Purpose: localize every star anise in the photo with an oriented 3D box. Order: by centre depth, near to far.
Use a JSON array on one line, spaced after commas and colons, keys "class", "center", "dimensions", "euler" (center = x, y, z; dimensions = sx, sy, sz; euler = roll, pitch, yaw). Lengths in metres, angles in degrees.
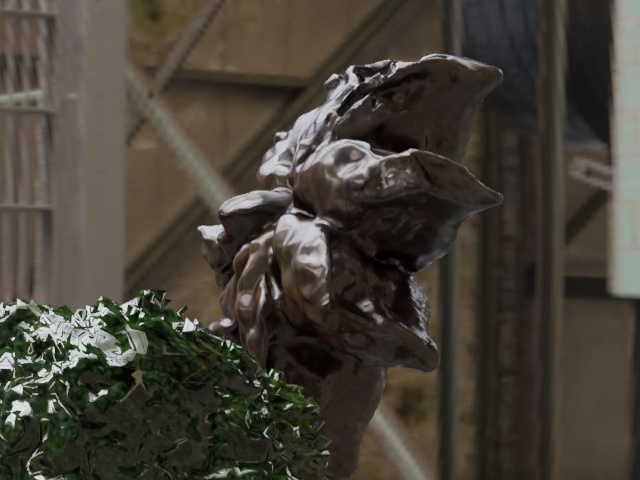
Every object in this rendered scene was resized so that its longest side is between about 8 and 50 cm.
[{"class": "star anise", "center": [-0.001, 0.001, 0.931], "dimensions": [0.109, 0.236, 0.223], "euler": [19, -137, -21]}]

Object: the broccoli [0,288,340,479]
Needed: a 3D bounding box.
[{"class": "broccoli", "center": [-0.105, 0.176, 0.521], "dimensions": [0.283, 0.321, 0.304], "euler": [47, -143, -68]}]
